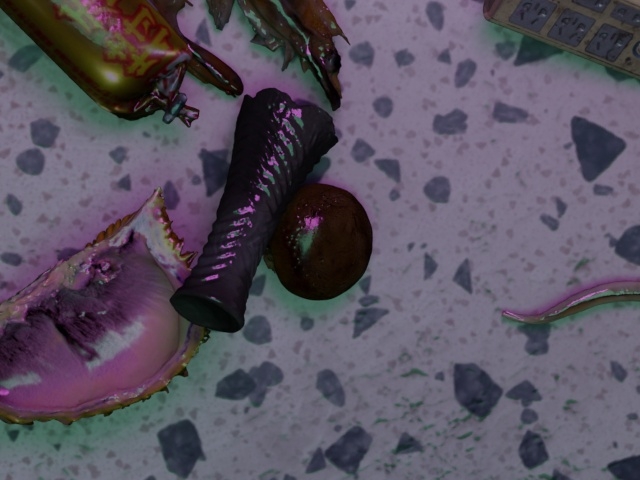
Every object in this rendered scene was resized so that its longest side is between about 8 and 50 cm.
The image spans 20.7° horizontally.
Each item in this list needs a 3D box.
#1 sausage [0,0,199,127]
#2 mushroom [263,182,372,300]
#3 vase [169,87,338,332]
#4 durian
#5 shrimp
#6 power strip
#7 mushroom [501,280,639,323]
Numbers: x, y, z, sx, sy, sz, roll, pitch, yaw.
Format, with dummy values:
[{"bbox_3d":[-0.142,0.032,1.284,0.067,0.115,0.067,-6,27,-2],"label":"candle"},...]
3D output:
[{"bbox_3d":[-0.241,-0.227,1.747,0.125,0.117,0.317,-42,102,3],"label":"sausage"},{"bbox_3d":[0.000,0.000,1.847,0.127,0.087,0.127,-7,107,-24],"label":"mushroom"},{"bbox_3d":[-0.071,-0.026,1.752,0.115,0.115,0.237,25,64,-8],"label":"vase"},{"bbox_3d":[-0.245,0.091,1.846,0.341,0.112,0.191,-34,113,16],"label":"durian"},{"bbox_3d":[-0.083,-0.220,1.792,0.173,0.058,0.253,-32,101,15],"label":"shrimp"},{"bbox_3d":[0.293,-0.222,1.775,0.268,0.034,0.092,18,127,-22],"label":"power strip"},{"bbox_3d":[0.353,0.082,1.898,0.306,0.043,0.068,12,80,-4],"label":"mushroom"}]
